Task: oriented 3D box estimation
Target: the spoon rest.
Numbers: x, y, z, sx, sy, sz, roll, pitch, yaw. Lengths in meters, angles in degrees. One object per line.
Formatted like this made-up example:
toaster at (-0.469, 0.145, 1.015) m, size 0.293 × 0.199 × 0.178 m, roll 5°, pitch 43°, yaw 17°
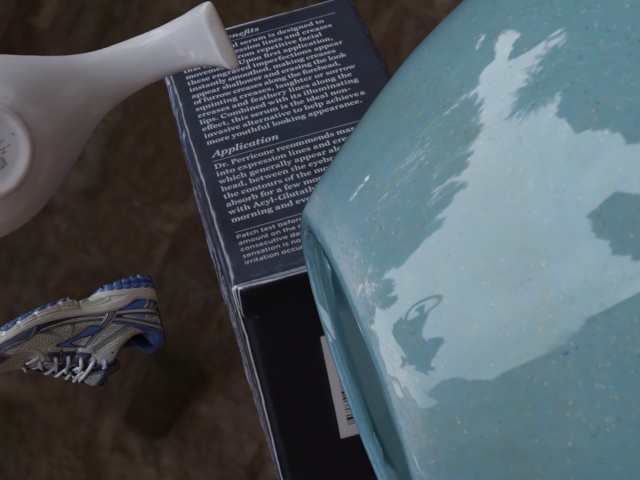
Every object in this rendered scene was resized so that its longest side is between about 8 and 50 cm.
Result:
spoon rest at (-0.199, -0.096, 1.076) m, size 0.276 × 0.137 × 0.084 m, roll -27°, pitch 16°, yaw -14°

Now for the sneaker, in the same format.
sneaker at (-0.152, 0.065, 0.891) m, size 0.135 × 0.058 × 0.052 m, roll -20°, pitch -6°, yaw -34°

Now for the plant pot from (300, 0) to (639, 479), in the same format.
plant pot at (0.105, 0.021, 0.526) m, size 0.195 × 0.290 × 0.290 m, roll -19°, pitch -1°, yaw -6°

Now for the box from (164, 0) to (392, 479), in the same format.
box at (0.000, 0.000, 1.399) m, size 0.395 × 0.212 × 0.293 m, roll -111°, pitch 7°, yaw -49°
